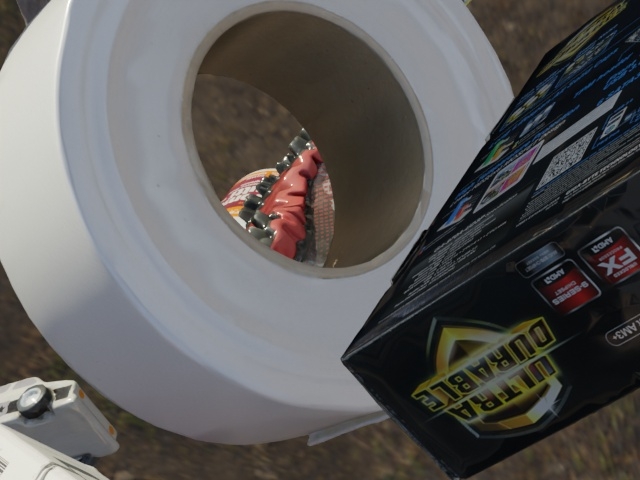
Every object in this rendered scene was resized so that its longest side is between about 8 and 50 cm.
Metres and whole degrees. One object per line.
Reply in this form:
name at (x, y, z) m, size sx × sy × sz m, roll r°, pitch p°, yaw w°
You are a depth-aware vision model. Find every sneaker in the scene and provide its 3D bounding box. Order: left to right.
sneaker at (0.000, 0.000, 1.449) m, size 0.135 × 0.276 × 0.097 m, roll 34°, pitch 120°, yaw -8°

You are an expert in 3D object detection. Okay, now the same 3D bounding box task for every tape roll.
tape roll at (-0.028, -0.038, 0.922) m, size 0.286 × 0.100 × 0.286 m, roll 12°, pitch 67°, yaw -30°

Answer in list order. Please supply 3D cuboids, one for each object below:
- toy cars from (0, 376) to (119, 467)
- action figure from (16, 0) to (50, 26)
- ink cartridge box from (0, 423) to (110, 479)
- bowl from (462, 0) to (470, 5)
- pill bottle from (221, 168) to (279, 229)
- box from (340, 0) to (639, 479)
toy cars at (-0.325, 0.245, 1.780) m, size 0.176 × 0.393 × 0.087 m, roll 20°, pitch 42°, yaw -10°
action figure at (-0.209, -0.253, 0.996) m, size 0.341 × 0.178 × 0.330 m, roll -30°, pitch 112°, yaw 4°
ink cartridge box at (-0.202, 0.259, 1.237) m, size 0.115 × 0.273 × 0.198 m, roll 31°, pitch 83°, yaw -27°
bowl at (0.035, -0.222, 1.133) m, size 0.170 × 0.080 × 0.170 m, roll -2°, pitch 114°, yaw -5°
pill bottle at (-0.069, 0.019, 1.746) m, size 0.121 × 0.221 × 0.121 m, roll 5°, pitch 113°, yaw 13°
box at (0.119, -0.046, 0.446) m, size 0.051 × 0.175 × 0.220 m, roll 46°, pitch 131°, yaw -9°
